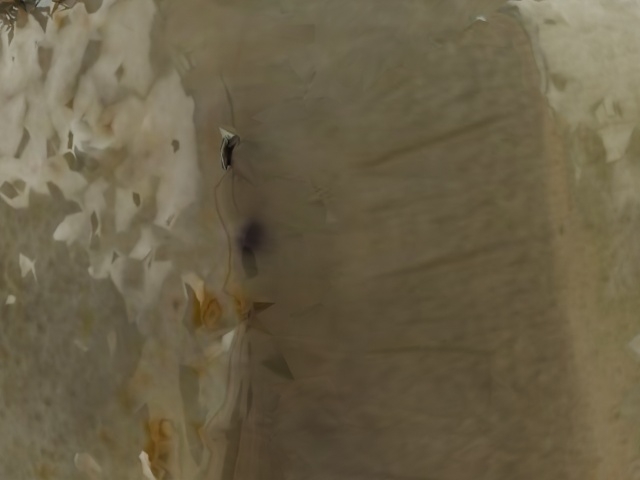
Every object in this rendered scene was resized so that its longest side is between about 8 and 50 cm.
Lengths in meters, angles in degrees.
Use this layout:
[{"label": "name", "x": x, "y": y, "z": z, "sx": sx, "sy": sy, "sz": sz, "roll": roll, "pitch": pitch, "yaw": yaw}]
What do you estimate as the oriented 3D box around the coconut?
[{"label": "coconut", "x": 0.000, "y": 0.000, "z": 0.606, "sx": 0.360, "sy": 0.346, "sz": 0.346, "roll": -8, "pitch": -48, "yaw": -52}]
